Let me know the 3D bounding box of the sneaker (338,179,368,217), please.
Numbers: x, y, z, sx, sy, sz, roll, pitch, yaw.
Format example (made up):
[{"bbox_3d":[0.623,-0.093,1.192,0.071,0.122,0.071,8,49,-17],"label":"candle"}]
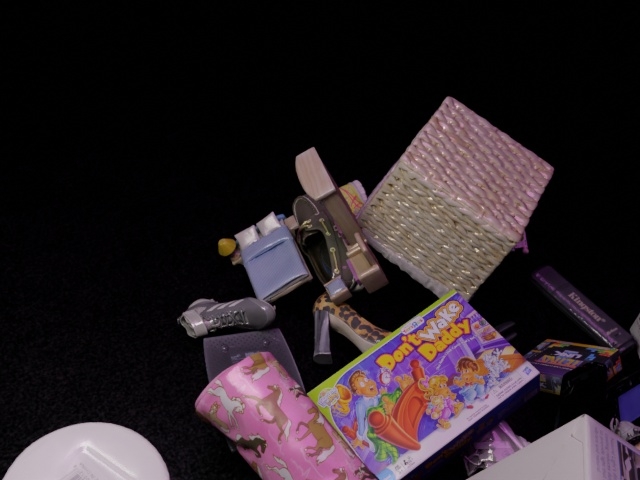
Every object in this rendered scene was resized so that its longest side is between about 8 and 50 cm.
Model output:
[{"bbox_3d":[0.084,-0.066,1.786,0.094,0.081,0.208,-13,40,-13],"label":"sneaker"}]

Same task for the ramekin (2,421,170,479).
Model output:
[{"bbox_3d":[-0.352,0.411,1.083,0.277,0.135,0.277,7,40,-6],"label":"ramekin"}]

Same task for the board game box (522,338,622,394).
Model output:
[{"bbox_3d":[0.492,0.256,1.451,0.141,0.048,0.170,-22,13,-35],"label":"board game box"}]

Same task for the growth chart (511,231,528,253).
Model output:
[{"bbox_3d":[0.420,-0.019,1.843,0.237,0.021,0.172,7,42,-4],"label":"growth chart"}]

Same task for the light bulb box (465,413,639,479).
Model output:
[{"bbox_3d":[0.350,0.467,0.930,0.361,0.358,0.225,34,41,-10],"label":"light bulb box"}]

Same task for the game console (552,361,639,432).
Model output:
[{"bbox_3d":[0.547,0.319,1.360,0.361,0.213,0.044,-11,14,-41],"label":"game console"}]

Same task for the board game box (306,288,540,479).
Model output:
[{"bbox_3d":[0.183,0.276,1.295,0.347,0.078,0.233,-34,51,-11],"label":"board game box"}]

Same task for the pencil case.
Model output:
[{"bbox_3d":[-0.029,0.359,1.144,0.160,0.167,0.386,-40,71,-12],"label":"pencil case"}]

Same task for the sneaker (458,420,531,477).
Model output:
[{"bbox_3d":[0.289,0.371,1.298,0.281,0.105,0.115,35,49,28],"label":"sneaker"}]

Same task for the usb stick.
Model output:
[{"bbox_3d":[0.599,0.159,1.658,0.077,0.045,0.278,-18,48,-31],"label":"usb stick"}]

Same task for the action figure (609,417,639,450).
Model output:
[{"bbox_3d":[0.583,0.438,1.245,0.185,0.099,0.285,31,31,-54],"label":"action figure"}]

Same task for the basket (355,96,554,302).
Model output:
[{"bbox_3d":[0.307,-0.091,1.646,0.331,0.266,0.328,37,49,2],"label":"basket"}]

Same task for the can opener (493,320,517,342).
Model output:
[{"bbox_3d":[0.357,0.220,1.529,0.186,0.059,0.073,-14,19,-40],"label":"can opener"}]

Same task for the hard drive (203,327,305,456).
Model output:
[{"bbox_3d":[-0.121,0.282,1.346,0.172,0.054,0.255,-6,44,-19],"label":"hard drive"}]

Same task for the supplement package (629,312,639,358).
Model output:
[{"bbox_3d":[0.843,0.239,1.545,0.261,0.145,0.204,9,40,-2],"label":"supplement package"}]

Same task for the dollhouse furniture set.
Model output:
[{"bbox_3d":[-0.070,0.013,1.487,0.303,0.198,0.286,-30,48,6],"label":"dollhouse furniture set"}]

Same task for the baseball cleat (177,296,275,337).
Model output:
[{"bbox_3d":[-0.190,0.160,1.419,0.206,0.072,0.109,-5,22,32],"label":"baseball cleat"}]

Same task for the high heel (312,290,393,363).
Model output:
[{"bbox_3d":[0.113,0.173,1.493,0.261,0.093,0.186,2,44,-1],"label":"high heel"}]

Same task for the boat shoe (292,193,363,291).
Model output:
[{"bbox_3d":[0.002,-0.003,1.653,0.091,0.109,0.305,1,43,-35],"label":"boat shoe"}]
